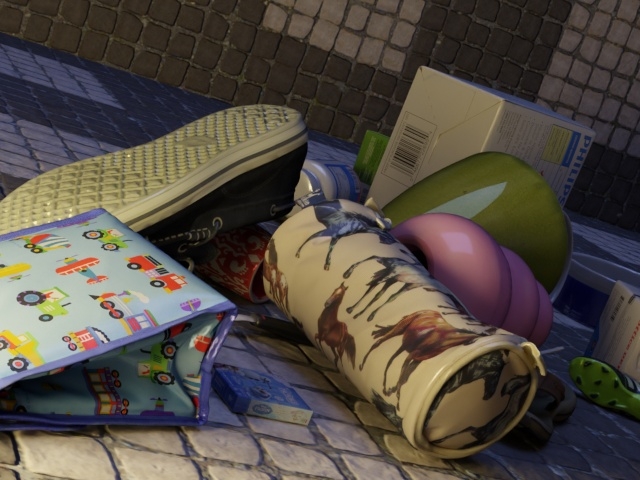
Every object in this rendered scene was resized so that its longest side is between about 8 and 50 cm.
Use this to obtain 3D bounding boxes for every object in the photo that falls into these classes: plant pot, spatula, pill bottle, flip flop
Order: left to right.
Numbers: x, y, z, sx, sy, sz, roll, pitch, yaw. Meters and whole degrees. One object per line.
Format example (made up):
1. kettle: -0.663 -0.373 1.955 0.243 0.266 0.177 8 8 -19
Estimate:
1. spatula: -0.103 0.100 1.525 0.296 0.030 0.084 12 14 -38
2. pill bottle: -0.015 -0.094 2.399 0.124 0.124 0.221 24 11 20
3. plant pot: 0.195 0.013 1.995 0.275 0.275 0.293 28 29 37
4. flip flop: 0.273 0.194 1.615 0.112 0.080 0.277 25 12 24

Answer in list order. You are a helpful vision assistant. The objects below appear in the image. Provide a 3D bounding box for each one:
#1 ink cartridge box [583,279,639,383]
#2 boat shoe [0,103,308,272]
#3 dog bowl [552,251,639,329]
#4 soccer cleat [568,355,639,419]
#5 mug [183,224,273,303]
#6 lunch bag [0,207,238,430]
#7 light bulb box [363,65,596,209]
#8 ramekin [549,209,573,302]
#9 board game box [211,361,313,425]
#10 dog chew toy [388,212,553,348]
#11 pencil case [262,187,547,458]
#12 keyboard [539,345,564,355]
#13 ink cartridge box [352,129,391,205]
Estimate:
1. ink cartridge box: 0.504 0.165 2.000 0.086 0.148 0.203 21 12 -6
2. boat shoe: -0.197 -0.034 1.549 0.186 0.156 0.500 17 30 36
3. dog bowl: 0.594 0.119 2.510 0.265 0.104 0.265 19 11 -4
4. soccer cleat: 0.446 0.227 1.857 0.179 0.060 0.072 29 2 9
5. mug: -0.120 0.008 1.751 0.169 0.113 0.150 30 16 28
6. lunch bag: -0.263 0.079 1.133 0.293 0.138 0.221 -5 28 -46
7. light bulb box: 0.319 -0.127 2.550 0.225 0.358 0.361 31 14 38
8. ramekin: 0.364 0.027 2.303 0.109 0.207 0.207 17 7 37
9. board game box: -0.065 0.160 1.324 0.090 0.020 0.090 16 11 -29
10. dog chew toy: 0.212 0.085 1.767 0.332 0.207 0.206 21 7 -46
11. pencil case: 0.087 0.089 1.461 0.160 0.183 0.410 41 1 -39
12. keyboard: 0.200 0.160 1.593 0.256 0.014 0.072 -7 -2 -38
13. ink cartridge box: 0.180 -0.113 2.684 0.097 0.189 0.255 27 11 40
